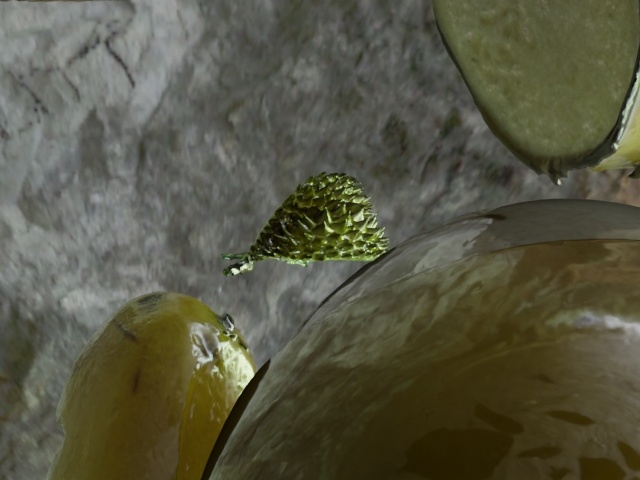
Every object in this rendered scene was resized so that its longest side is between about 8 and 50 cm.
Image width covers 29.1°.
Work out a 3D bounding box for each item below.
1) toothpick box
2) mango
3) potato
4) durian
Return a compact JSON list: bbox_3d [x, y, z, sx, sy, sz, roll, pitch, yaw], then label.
[{"bbox_3d":[0.128,0.195,0.709,0.409,0.425,0.408,7,-71,21],"label":"toothpick box"},{"bbox_3d":[-0.131,0.164,0.903,0.130,0.167,0.261,29,-123,-36],"label":"mango"},{"bbox_3d":[0.297,-0.262,1.184,0.296,0.290,0.397,-17,-80,-31],"label":"potato"},{"bbox_3d":[0.000,0.000,1.078,0.100,0.215,0.086,-43,-112,25],"label":"durian"}]
